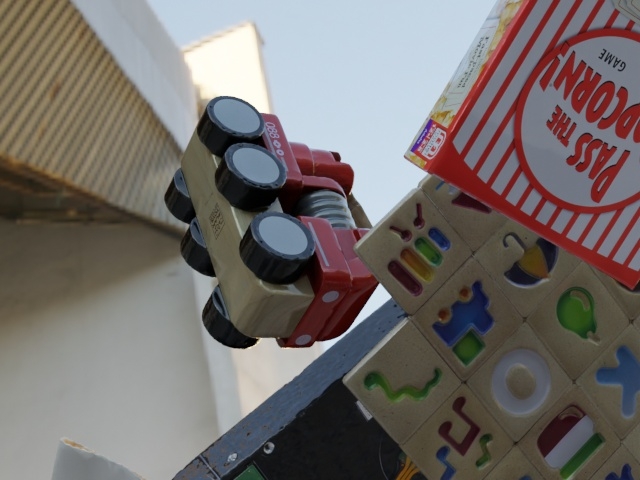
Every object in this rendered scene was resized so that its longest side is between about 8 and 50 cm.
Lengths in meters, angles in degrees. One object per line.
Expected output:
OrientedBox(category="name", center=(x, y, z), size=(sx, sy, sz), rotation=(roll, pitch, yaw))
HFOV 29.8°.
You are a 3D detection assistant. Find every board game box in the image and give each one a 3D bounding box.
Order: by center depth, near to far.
OrientedBox(category="board game box", center=(0.158, -0.091, 0.656), size=(0.147, 0.045, 0.193), rotation=(27, -82, -20))

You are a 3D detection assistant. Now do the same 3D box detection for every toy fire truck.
OrientedBox(category="toy fire truck", center=(0.000, 0.000, 1.095), size=(0.246, 0.217, 0.158), rotation=(3, -44, -30))

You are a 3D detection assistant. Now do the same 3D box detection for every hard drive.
OrientedBox(category="hard drive", center=(0.051, 0.208, 1.123), size=(0.339, 0.064, 0.237), rotation=(-39, -62, -12))

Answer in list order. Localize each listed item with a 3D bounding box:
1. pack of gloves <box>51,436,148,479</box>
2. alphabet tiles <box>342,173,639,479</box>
OrientedBox(category="pack of gloves", center=(-0.143, 0.283, 0.896), size=(0.195, 0.046, 0.232), rotation=(26, -60, 6))
OrientedBox(category="alphabet tiles", center=(0.184, 0.073, 0.791), size=(0.342, 0.285, 0.011), rotation=(50, -13, -17))
